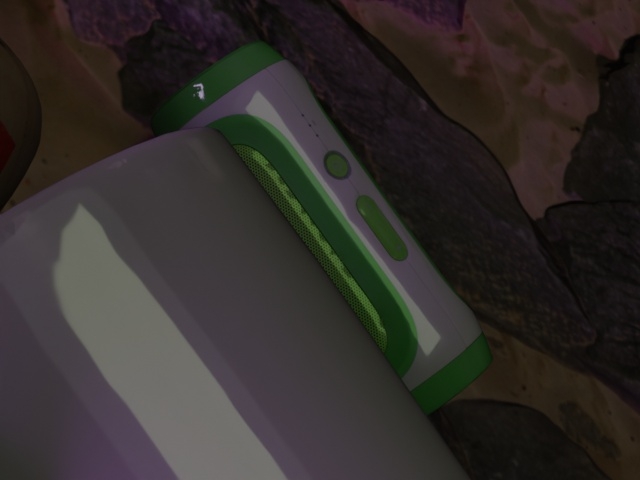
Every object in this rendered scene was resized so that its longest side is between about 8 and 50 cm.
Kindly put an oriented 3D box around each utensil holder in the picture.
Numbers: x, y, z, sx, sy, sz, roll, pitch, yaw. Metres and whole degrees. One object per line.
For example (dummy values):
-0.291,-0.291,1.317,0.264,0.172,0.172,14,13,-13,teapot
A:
-0.077,0.175,0.871,0.327,0.327,0.385,-31,85,-41,utensil holder

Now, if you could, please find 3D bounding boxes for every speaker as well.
0.000,0.000,1.144,0.131,0.131,0.296,-35,89,-42,speaker

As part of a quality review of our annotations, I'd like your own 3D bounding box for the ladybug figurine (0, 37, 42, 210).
-0.339,-0.078,0.809,0.449,0.305,0.162,33,60,-55,ladybug figurine
